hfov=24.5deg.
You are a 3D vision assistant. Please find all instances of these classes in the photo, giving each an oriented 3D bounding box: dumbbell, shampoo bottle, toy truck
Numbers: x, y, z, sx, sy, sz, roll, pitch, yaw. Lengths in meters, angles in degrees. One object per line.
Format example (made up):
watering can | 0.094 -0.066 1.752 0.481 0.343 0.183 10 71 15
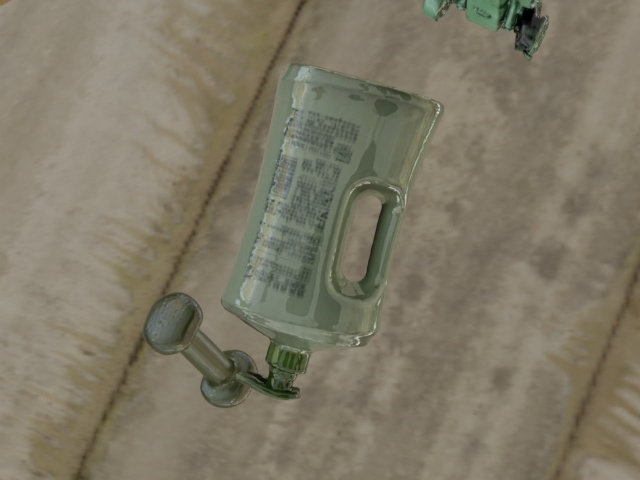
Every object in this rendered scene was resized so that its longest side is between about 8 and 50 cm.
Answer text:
dumbbell | -0.094 0.088 1.171 0.118 0.046 0.052 51 -125 -49
shampoo bottle | 0.000 0.000 1.043 0.118 0.087 0.234 16 -85 0
toy truck | 0.109 -0.178 0.887 0.080 0.154 0.078 25 -102 13

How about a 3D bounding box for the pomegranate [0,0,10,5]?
pomegranate | -0.304 -0.293 1.269 0.196 0.196 0.196 2 -94 -25
